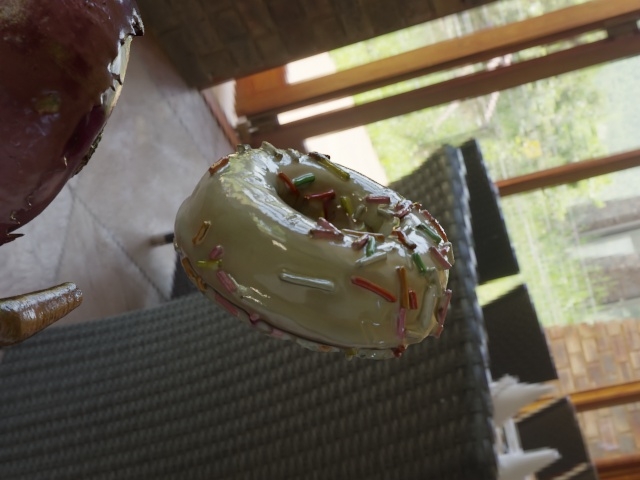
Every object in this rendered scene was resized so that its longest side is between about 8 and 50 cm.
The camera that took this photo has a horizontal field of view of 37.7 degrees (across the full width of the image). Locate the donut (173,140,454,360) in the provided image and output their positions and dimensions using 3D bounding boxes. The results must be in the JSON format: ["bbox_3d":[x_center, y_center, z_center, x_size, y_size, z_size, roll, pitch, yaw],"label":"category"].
[{"bbox_3d":[0.000,0.000,1.211,0.382,0.383,0.142,-68,179,-66],"label":"donut"}]

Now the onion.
[{"bbox_3d":[-0.356,-0.182,0.966,0.345,0.358,0.358,52,19,-7],"label":"onion"}]

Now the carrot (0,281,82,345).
[{"bbox_3d":[-0.195,0.048,0.631,0.093,0.032,0.032,-30,105,-70],"label":"carrot"}]
